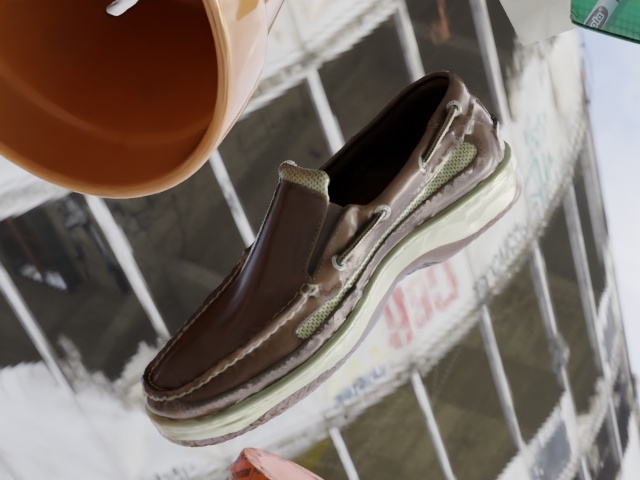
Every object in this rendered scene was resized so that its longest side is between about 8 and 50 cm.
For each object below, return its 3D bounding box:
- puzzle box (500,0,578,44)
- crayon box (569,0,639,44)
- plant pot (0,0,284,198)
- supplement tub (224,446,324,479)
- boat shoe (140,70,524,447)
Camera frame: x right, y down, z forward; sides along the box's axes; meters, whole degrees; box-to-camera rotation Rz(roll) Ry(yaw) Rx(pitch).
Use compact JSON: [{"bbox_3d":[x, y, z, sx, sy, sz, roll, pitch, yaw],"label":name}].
[{"bbox_3d":[0.242,-0.420,1.416,0.272,0.409,0.052,-13,-156,40],"label":"puzzle box"},{"bbox_3d":[0.279,-0.309,1.056,0.081,0.278,0.165,25,-140,36],"label":"crayon box"},{"bbox_3d":[-0.141,-0.205,0.955,0.291,0.291,0.203,9,-139,27],"label":"plant pot"},{"bbox_3d":[-0.054,0.227,0.819,0.117,0.117,0.190,32,-87,40],"label":"supplement tub"},{"bbox_3d":[-0.005,-0.002,0.741,0.257,0.095,0.095,-41,-148,-24],"label":"boat shoe"}]
